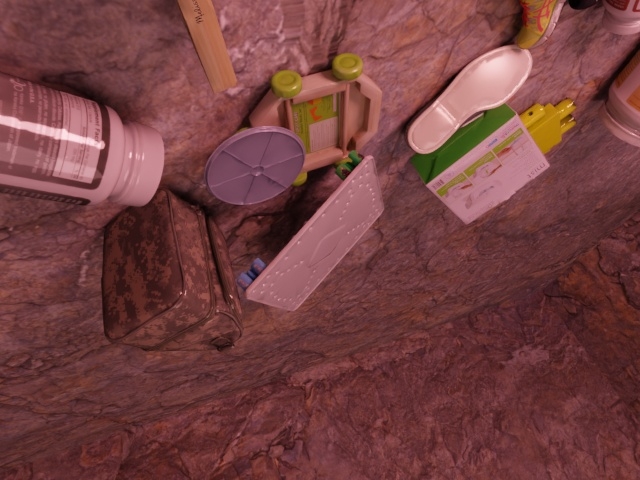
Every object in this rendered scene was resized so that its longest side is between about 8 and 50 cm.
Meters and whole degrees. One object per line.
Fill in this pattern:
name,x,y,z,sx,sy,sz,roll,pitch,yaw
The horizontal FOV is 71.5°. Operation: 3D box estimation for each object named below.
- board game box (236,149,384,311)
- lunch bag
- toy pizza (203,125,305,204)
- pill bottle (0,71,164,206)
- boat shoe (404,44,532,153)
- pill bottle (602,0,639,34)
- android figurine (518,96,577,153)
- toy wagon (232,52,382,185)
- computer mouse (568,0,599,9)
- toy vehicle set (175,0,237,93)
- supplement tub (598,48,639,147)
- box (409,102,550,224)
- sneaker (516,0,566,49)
board game box,0.000,0.000,1.090,0.390,0.050,0.390,-48,162,-2
lunch bag,-0.290,0.075,0.939,0.212,0.305,0.256,-30,147,13
toy pizza,-0.124,-0.144,0.848,0.201,0.032,0.201,-20,150,-12
pill bottle,-0.393,-0.139,0.650,0.283,0.161,0.161,9,135,-46
boat shoe,0.324,-0.322,1.015,0.319,0.116,0.099,-39,-168,9
pill bottle,0.635,-0.524,0.874,0.121,0.121,0.216,-28,151,3
android figurine,0.603,-0.289,1.288,0.272,0.056,0.248,-37,149,17
toy wagon,-0.043,-0.221,0.888,0.343,0.068,0.267,-19,150,-11
computer mouse,0.533,-0.469,0.821,0.071,0.041,0.242,-16,-165,10
toy vehicle set,-0.169,-0.329,0.515,0.035,0.166,0.267,-23,150,-7
supplement tub,0.913,-0.419,1.148,0.228,0.229,0.316,-13,148,-22
box,0.414,-0.201,1.156,0.262,0.127,0.231,-40,132,23
sneaker,0.419,-0.465,0.859,0.094,0.082,0.209,2,153,-2
